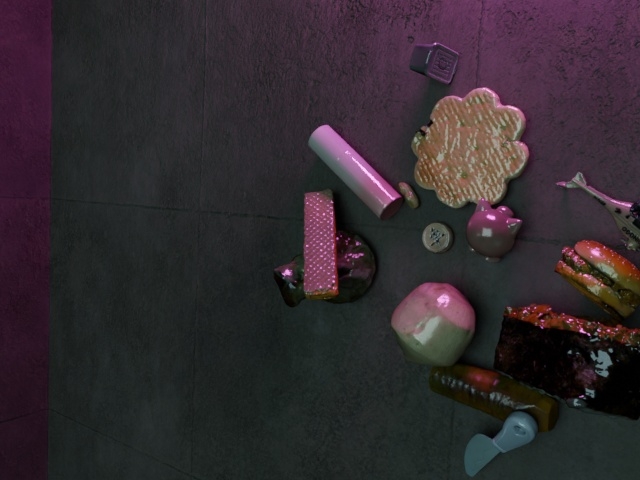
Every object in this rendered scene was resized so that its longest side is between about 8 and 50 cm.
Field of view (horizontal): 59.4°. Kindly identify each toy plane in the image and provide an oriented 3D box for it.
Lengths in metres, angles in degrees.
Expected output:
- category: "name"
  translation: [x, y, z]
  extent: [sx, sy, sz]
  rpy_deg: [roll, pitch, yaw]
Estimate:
- category: "toy plane"
  translation: [0.652, -0.062, 1.220]
  extent: [0.286, 0.092, 0.108]
  rpy_deg: [46, 126, 27]

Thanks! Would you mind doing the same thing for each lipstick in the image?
- category: "lipstick"
  translation: [0.096, -0.197, 1.600]
  extent: [0.327, 0.087, 0.087]
  rpy_deg: [48, 117, 23]

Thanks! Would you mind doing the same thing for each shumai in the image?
- category: "shumai"
  translation: [0.011, 0.089, 1.608]
  extent: [0.272, 0.204, 0.222]
  rpy_deg: [-43, 70, 25]

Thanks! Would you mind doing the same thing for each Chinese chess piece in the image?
- category: "Chinese chess piece"
  translation: [0.311, -0.008, 1.491]
  extent: [0.084, 0.034, 0.084]
  rpy_deg: [1, 92, 35]

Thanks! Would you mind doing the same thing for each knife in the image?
- category: "knife"
  translation: [0.414, 0.499, 1.367]
  extent: [0.080, 0.044, 0.331]
  rpy_deg: [41, 140, 14]

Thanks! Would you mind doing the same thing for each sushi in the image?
- category: "sushi"
  translation: [0.550, 0.255, 1.227]
  extent: [0.348, 0.234, 0.207]
  rpy_deg: [11, 86, 61]

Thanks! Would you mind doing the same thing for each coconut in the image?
- category: "coconut"
  translation: [0.282, 0.218, 1.425]
  extent: [0.224, 0.224, 0.224]
  rpy_deg: [2, 93, 35]

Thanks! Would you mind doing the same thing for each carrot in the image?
- category: "carrot"
  translation: [0.425, 0.378, 1.386]
  extent: [0.302, 0.114, 0.114]
  rpy_deg: [14, 100, 37]

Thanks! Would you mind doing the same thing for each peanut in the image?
- category: "peanut"
  translation: [0.242, -0.125, 1.534]
  extent: [0.037, 0.037, 0.083]
  rpy_deg: [-43, 70, 28]

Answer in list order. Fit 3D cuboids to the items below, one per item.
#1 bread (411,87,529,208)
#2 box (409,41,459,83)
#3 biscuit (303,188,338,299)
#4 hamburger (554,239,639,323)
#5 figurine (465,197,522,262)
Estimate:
- category: "bread"
  translation: [0.376, -0.231, 1.423]
  extent: [0.316, 0.054, 0.316]
  rpy_deg: [1, 92, 36]
- category: "box"
  translation: [0.289, -0.457, 1.438]
  extent: [0.069, 0.122, 0.084]
  rpy_deg: [30, 107, 43]
- category: "biscuit"
  translation: [0.000, 0.000, 1.571]
  extent: [0.094, 0.054, 0.378]
  rpy_deg: [-6, 52, 7]
- category: "hamburger"
  translation: [0.603, 0.075, 1.209]
  extent: [0.191, 0.182, 0.118]
  rpy_deg: [41, 98, 35]
- category: "figurine"
  translation: [0.419, -0.021, 1.371]
  extent: [0.125, 0.125, 0.138]
  rpy_deg: [33, 126, 29]
